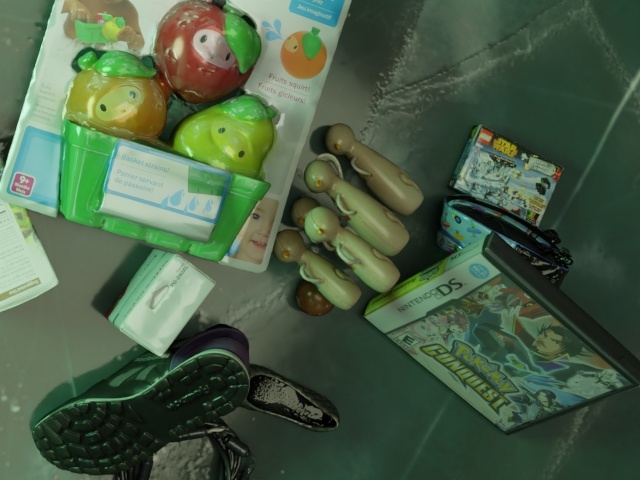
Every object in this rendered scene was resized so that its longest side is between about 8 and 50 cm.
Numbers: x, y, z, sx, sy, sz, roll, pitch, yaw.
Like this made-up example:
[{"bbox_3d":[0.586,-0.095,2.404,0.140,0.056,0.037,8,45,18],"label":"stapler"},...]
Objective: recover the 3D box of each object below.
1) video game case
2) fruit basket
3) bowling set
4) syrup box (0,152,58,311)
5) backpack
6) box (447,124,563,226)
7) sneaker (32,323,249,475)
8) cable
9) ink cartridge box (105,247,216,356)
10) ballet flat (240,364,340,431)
[{"bbox_3d":[0.228,0.128,1.552,0.275,0.248,0.035,40,50,-15],"label":"video game case"},{"bbox_3d":[-0.157,-0.165,1.387,0.327,0.165,0.353,17,101,-19],"label":"fruit basket"},{"bbox_3d":[0.000,0.000,1.510,0.154,0.287,0.200,41,114,-8],"label":"bowling set"},{"bbox_3d":[-0.397,-0.038,1.424,0.096,0.093,0.237,-26,99,-15],"label":"syrup box"},{"bbox_3d":[0.222,0.016,1.588,0.173,0.158,0.117,27,103,-3],"label":"backpack"},{"bbox_3d":[0.250,-0.086,1.653,0.137,0.027,0.094,26,86,-17],"label":"box"},{"bbox_3d":[-0.210,0.191,1.496,0.283,0.124,0.107,-22,112,9],"label":"sneaker"},{"bbox_3d":[-0.179,0.297,1.529,0.184,0.047,0.150,-46,104,-10],"label":"cable"},{"bbox_3d":[-0.193,0.071,1.461,0.063,0.150,0.109,38,82,-15],"label":"ink cartridge box"},{"bbox_3d":[-0.052,0.199,1.562,0.173,0.049,0.057,21,85,-17],"label":"ballet flat"}]
